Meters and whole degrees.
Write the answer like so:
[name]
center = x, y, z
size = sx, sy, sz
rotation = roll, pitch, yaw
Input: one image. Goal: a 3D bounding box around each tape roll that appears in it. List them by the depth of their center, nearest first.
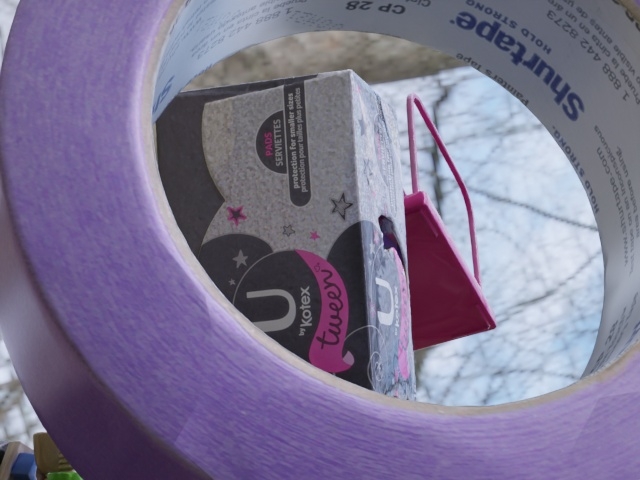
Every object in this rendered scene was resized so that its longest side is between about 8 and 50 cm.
[tape roll]
center = 0.027, -0.016, 0.550
size = 0.275, 0.274, 0.090
rotation = 60, -23, 17

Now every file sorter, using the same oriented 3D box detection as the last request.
[file sorter]
center = 0.000, 0.000, 1.618
size = 0.290, 0.202, 0.182
rotation = -17, -134, 17

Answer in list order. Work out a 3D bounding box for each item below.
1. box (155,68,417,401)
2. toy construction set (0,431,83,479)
[box]
center = -0.023, 0.012, 1.221
size = 0.163, 0.142, 0.247
rotation = -6, -99, 16
[toy construction set]
center = -0.308, 0.281, 1.362
size = 0.308, 0.257, 0.237
rotation = -3, -101, 10
